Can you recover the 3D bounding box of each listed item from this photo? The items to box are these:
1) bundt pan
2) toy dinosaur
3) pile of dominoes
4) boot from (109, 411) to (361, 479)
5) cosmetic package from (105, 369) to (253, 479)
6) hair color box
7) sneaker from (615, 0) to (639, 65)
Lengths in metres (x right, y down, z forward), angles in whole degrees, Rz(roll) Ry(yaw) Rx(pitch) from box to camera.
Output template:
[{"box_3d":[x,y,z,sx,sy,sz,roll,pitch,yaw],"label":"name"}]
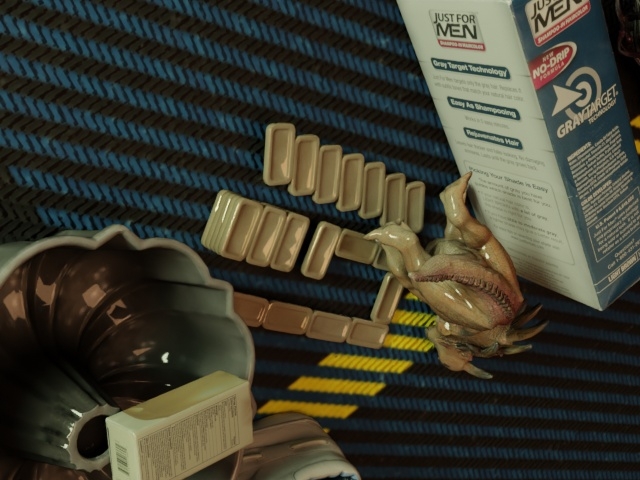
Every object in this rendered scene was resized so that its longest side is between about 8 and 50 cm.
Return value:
[{"box_3d":[-0.213,0.141,0.679,0.331,0.124,0.331,-15,111,-44],"label":"bundt pan"},{"box_3d":[0.148,0.050,0.824,0.127,0.295,0.200,-31,86,3],"label":"toy dinosaur"},{"box_3d":[0.000,0.000,0.857,0.251,0.040,0.196,17,96,-42],"label":"pile of dominoes"},{"box_3d":[-0.088,0.248,0.815,0.258,0.123,0.095,-17,113,-25],"label":"boot"},{"box_3d":[-0.110,0.153,0.671,0.115,0.041,0.060,-16,111,-44],"label":"cosmetic package"},{"box_3d":[0.218,-0.112,0.854,0.105,0.174,0.347,-36,120,-17],"label":"hair color box"},{"box_3d":[0.380,-0.262,0.947,0.299,0.112,0.121,51,41,-20],"label":"sneaker"}]
